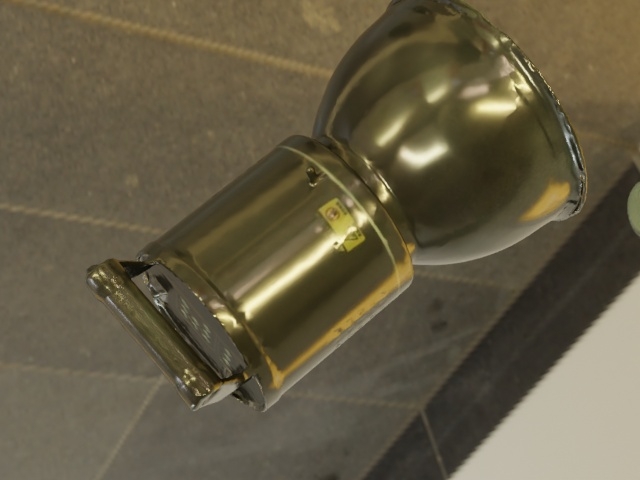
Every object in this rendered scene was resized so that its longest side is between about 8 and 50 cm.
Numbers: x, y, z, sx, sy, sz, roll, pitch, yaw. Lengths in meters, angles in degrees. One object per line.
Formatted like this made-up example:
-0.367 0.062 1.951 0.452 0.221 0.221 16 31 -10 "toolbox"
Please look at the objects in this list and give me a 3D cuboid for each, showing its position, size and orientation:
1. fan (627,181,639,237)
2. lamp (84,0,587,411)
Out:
0.312 -0.059 0.761 0.282 0.057 0.023 -21 128 18 "fan"
0.000 0.000 0.670 0.227 0.147 0.172 -39 170 -16 "lamp"
